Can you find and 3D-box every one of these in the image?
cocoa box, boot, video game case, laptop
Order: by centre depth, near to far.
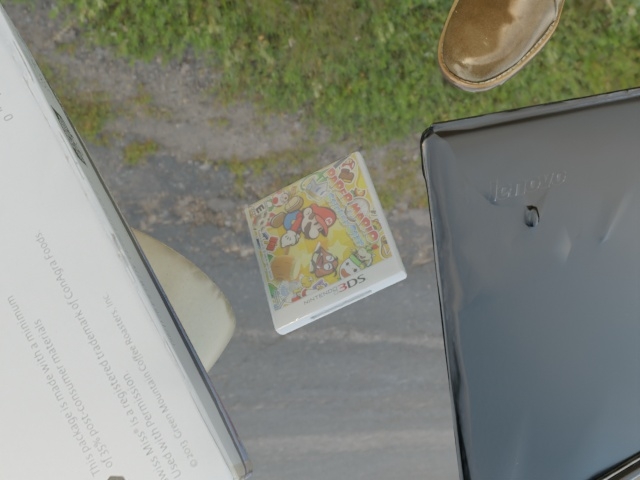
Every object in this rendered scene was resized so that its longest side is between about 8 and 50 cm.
[{"bbox_3d":[-0.223,0.060,0.527,0.231,0.347,0.228,-29,168,-9],"label":"cocoa box"},{"bbox_3d":[0.183,0.094,0.671,0.382,0.236,0.408,-14,157,-32],"label":"laptop"},{"bbox_3d":[0.221,-0.290,0.810,0.305,0.112,0.115,-53,167,-4],"label":"boot"},{"bbox_3d":[0.000,0.000,1.188,0.206,0.227,0.026,-26,146,13],"label":"video game case"}]

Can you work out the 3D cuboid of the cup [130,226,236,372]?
[{"bbox_3d":[-0.309,0.155,1.074,0.331,0.237,0.331,15,147,10],"label":"cup"}]
